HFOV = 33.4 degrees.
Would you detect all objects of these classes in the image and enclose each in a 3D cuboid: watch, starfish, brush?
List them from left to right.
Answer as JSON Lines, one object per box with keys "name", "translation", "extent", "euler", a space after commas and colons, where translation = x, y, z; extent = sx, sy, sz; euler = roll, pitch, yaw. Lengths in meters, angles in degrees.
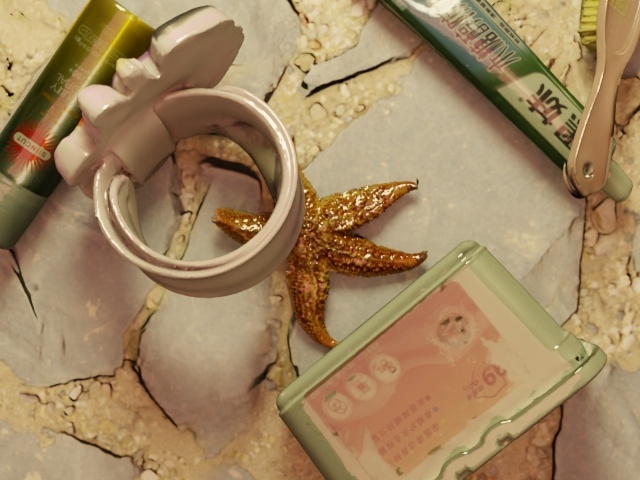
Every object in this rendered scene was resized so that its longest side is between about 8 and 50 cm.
{"name": "watch", "translation": [-0.115, -0.079, 1.055], "extent": [0.244, 0.196, 0.231], "euler": [-44, 74, -6]}
{"name": "starfish", "translation": [0.000, 0.000, 1.153], "extent": [0.227, 0.043, 0.240], "euler": [-6, 98, 3]}
{"name": "brush", "translation": [0.288, -0.190, 1.104], "extent": [0.072, 0.067, 0.312], "euler": [20, 78, -31]}

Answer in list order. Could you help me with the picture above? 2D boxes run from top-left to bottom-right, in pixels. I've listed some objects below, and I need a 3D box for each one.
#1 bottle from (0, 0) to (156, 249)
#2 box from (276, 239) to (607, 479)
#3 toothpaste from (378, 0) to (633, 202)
{"name": "bottle", "translation": [-0.282, -0.124, 1.128], "extent": [0.082, 0.082, 0.286], "euler": [35, 94, -1]}
{"name": "box", "translation": [0.109, 0.148, 1.100], "extent": [0.312, 0.175, 0.182], "euler": [-40, 85, 3]}
{"name": "toothpaste", "translation": [0.190, -0.187, 1.128], "extent": [0.099, 0.061, 0.392], "euler": [-45, 91, -5]}
